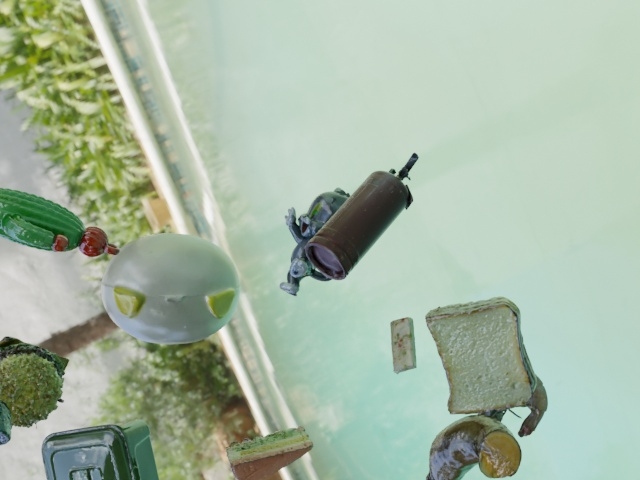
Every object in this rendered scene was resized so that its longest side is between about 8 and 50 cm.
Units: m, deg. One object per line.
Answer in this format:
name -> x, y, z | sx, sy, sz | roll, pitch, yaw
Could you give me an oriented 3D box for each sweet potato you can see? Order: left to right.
sweet potato -> 0.228, 0.348, 1.302 | 0.286, 0.085, 0.112 | 127, 144, -55

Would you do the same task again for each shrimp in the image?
shrimp -> 0.429, 0.409, 1.876 | 0.144, 0.251, 0.052 | 25, 170, 34

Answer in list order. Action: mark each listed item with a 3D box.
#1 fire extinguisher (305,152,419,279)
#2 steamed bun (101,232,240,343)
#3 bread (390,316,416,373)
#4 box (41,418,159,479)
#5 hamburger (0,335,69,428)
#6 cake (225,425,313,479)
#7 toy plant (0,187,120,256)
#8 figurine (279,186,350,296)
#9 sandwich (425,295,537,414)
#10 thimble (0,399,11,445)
fire extinguisher -> 0.090, -0.051, 1.484 | 0.105, 0.269, 0.104 | 33, 152, 20
steamed bun -> -0.407, 0.131, 2.220 | 0.334, 0.374, 0.333 | 179, 90, -78
bread -> 0.224, 0.283, 2.199 | 0.028, 0.068, 0.153 | 36, -136, -44
box -> -0.526, 0.609, 2.021 | 0.178, 0.253, 0.328 | -15, -87, -70
hamburger -> -0.785, 0.374, 2.099 | 0.262, 0.243, 0.139 | 30, -174, -33
cake -> -0.130, 0.569, 2.138 | 0.109, 0.226, 0.090 | -124, 20, -69
toy plant -> -0.478, -0.023, 1.388 | 0.240, 0.088, 0.154 | 26, -170, 13
figurine -> 0.002, 0.005, 1.802 | 0.193, 0.140, 0.265 | 18, 94, 67
sandwich -> 0.309, 0.222, 1.561 | 0.065, 0.186, 0.214 | -44, -62, -68
thimble -> -0.799, 0.433, 1.923 | 0.135, 0.119, 0.090 | 56, -159, -55
